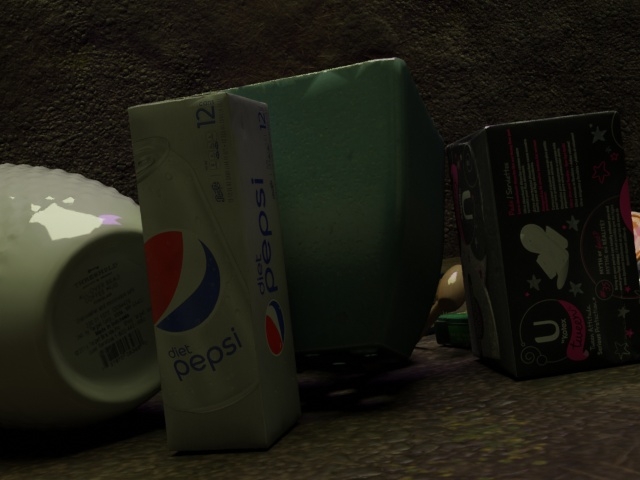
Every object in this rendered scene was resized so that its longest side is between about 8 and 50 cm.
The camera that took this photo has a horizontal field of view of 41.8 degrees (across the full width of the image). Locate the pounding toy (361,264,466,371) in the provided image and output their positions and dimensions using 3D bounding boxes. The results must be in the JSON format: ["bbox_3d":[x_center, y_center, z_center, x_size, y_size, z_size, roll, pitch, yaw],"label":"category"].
[{"bbox_3d":[0.054,0.116,1.029,0.269,0.155,0.154,-18,24,30],"label":"pounding toy"}]

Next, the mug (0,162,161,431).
[{"bbox_3d":[-0.258,0.049,0.901,0.328,0.276,0.374,6,15,45],"label":"mug"}]

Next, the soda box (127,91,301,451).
[{"bbox_3d":[-0.086,0.025,0.708,0.091,0.287,0.098,-6,2,16],"label":"soda box"}]

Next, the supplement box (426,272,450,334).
[{"bbox_3d":[0.142,0.094,1.242,0.056,0.083,0.083,-8,1,-38],"label":"supplement box"}]

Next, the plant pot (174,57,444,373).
[{"bbox_3d":[0.000,0.000,0.849,0.247,0.253,0.248,-9,-15,16],"label":"plant pot"}]

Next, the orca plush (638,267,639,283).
[{"bbox_3d":[0.433,0.075,1.232,0.287,0.102,0.151,-17,44,10],"label":"orca plush"}]

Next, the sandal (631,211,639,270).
[{"bbox_3d":[0.352,0.026,1.185,0.265,0.076,0.102,-28,44,0],"label":"sandal"}]

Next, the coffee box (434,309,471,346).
[{"bbox_3d":[0.253,0.103,1.077,0.184,0.041,0.113,-8,1,-29],"label":"coffee box"}]

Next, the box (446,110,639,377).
[{"bbox_3d":[0.227,0.003,0.881,0.142,0.248,0.163,-6,0,-6],"label":"box"}]
